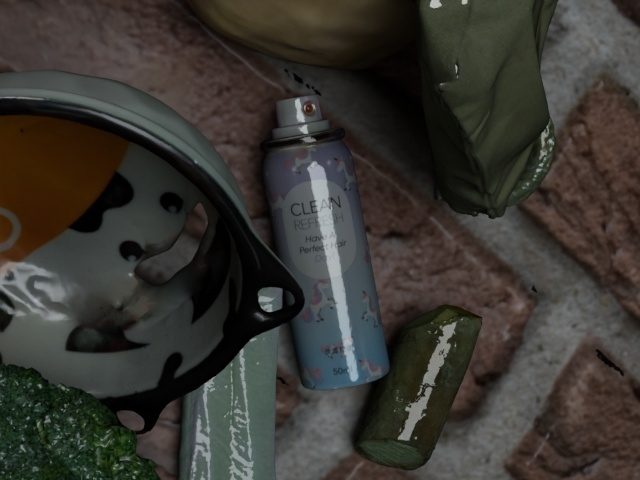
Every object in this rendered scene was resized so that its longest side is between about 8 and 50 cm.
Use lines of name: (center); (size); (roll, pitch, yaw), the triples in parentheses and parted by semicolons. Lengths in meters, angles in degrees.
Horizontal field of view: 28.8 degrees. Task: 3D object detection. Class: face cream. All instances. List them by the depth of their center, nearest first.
face cream: (0.000, 0.000, 0.989); (0.075, 0.075, 0.229); (-13, 96, -22)

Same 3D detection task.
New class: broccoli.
broccoli: (-0.222, 0.218, 0.821); (0.270, 0.270, 0.270); (-41, 142, -16)

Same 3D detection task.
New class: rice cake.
rice cake: (-0.073, 0.139, 0.981); (0.080, 0.042, 0.221); (1, 92, -18)

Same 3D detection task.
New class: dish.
dish: (-0.168, -0.012, 0.860); (0.303, 0.120, 0.303); (2, 130, 2)

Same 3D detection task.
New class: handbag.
handbag: (0.128, -0.184, 0.915); (0.109, 0.253, 0.315); (5, 67, 9)

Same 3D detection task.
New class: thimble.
thimble: (0.144, -0.072, 1.053); (0.084, 0.062, 0.110); (46, 74, -17)

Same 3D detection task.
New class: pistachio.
pistachio: (-0.004, -0.208, 0.938); (0.229, 0.157, 0.157); (12, 87, -47)

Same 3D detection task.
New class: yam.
yam: (0.079, 0.120, 1.031); (0.070, 0.070, 0.146); (24, 83, -22)
